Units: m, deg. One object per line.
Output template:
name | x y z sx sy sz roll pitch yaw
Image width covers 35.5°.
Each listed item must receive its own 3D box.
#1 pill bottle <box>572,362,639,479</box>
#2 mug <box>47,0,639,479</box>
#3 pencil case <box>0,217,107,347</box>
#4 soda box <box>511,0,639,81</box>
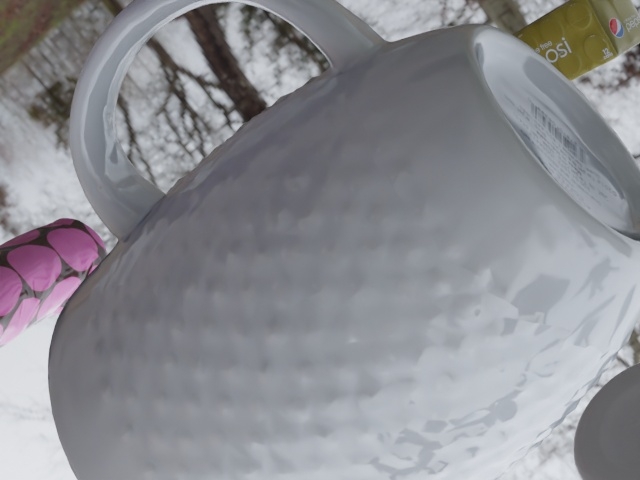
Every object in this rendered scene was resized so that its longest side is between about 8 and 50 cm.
pill bottle | 0.517 0.352 1.285 0.229 0.407 0.229 -32 -152 19
mug | 0.000 0.000 0.630 0.328 0.374 0.276 -41 -177 30
pencil case | -0.274 0.055 0.874 0.095 0.098 0.209 6 -158 26
soda box | 0.196 -0.162 0.891 0.058 0.061 0.181 -32 -176 -37
